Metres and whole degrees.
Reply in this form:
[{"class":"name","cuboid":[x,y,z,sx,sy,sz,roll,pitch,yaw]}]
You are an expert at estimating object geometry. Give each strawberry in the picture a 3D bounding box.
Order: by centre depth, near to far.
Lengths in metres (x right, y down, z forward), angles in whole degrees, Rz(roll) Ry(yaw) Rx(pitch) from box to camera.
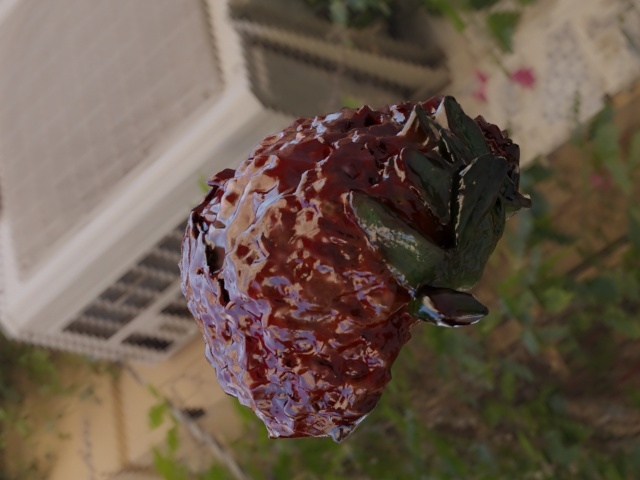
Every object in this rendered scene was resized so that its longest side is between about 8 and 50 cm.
[{"class":"strawberry","cuboid":[0.002,-0.001,0.640,0.085,0.140,0.192,39,-168,-15]}]
